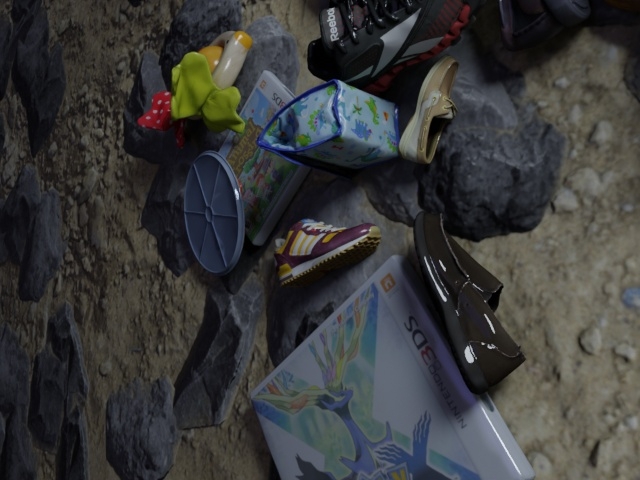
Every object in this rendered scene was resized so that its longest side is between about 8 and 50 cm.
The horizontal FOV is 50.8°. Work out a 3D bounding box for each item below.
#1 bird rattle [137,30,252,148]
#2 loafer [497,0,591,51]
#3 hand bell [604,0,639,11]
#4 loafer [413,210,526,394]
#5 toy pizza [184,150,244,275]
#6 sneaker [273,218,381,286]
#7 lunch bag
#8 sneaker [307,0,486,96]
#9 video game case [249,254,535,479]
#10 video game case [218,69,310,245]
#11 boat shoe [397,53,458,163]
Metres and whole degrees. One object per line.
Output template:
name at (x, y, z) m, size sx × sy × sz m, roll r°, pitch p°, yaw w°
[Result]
bird rattle at (-0.191, -0.256, 1.142) m, size 0.207 × 0.143 × 0.253 m, roll -61°, pitch 21°, yaw -9°
loafer at (0.205, -0.355, 0.756) m, size 0.095 × 0.109 × 0.303 m, roll -30°, pitch 66°, yaw 42°
hand bell at (0.330, -0.216, 0.621) m, size 0.126 × 0.126 × 0.242 m, roll -58°, pitch 37°, yaw 21°
loafer at (0.164, 0.059, 0.750) m, size 0.078 × 0.080 × 0.220 m, roll -19°, pitch 63°, yaw 5°
toy pizza at (-0.166, -0.044, 1.087) m, size 0.201 × 0.032 × 0.201 m, roll 13°, pitch 107°, yaw 53°
sneaker at (0.000, 0.000, 0.915) m, size 0.185 × 0.069 × 0.084 m, roll -28°, pitch 69°, yaw 37°
lunch bag at (0.010, -0.136, 0.889) m, size 0.151 × 0.128 × 0.096 m, roll -12°, pitch 74°, yaw 42°
sneaker at (0.077, -0.259, 0.805) m, size 0.276 × 0.135 × 0.098 m, roll -27°, pitch 63°, yaw 54°
video game case at (0.059, 0.234, 0.837) m, size 0.329 × 0.036 × 0.300 m, roll -47°, pitch 53°, yaw 29°
video game case at (-0.091, -0.132, 1.062) m, size 0.212 × 0.023 × 0.193 m, roll -57°, pitch 49°, yaw 22°
boat shoe at (0.142, -0.157, 0.823) m, size 0.045 × 0.050 × 0.135 m, roll 29°, pitch 106°, yaw 32°
